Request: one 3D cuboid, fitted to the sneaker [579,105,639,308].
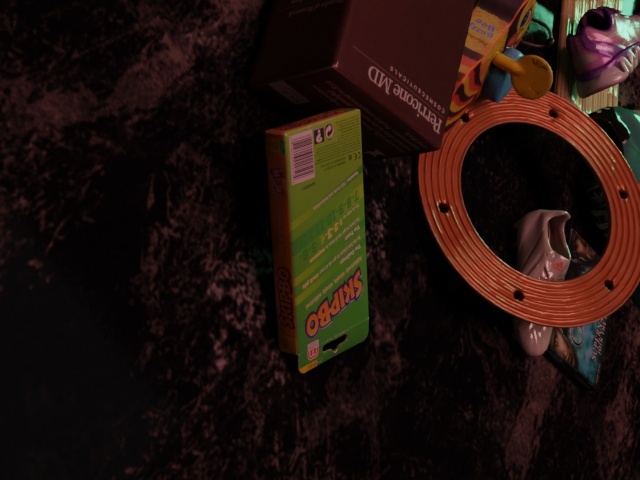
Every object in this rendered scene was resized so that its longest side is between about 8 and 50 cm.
[{"bbox_3d":[0.424,-0.042,1.850,0.121,0.108,0.302,2,72,-30],"label":"sneaker"}]

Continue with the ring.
[{"bbox_3d":[0.266,-0.046,1.658,0.336,0.032,0.336,10,65,-21],"label":"ring"}]

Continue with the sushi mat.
[{"bbox_3d":[0.403,-0.299,1.962,0.151,0.019,0.316,30,58,-40],"label":"sushi mat"}]

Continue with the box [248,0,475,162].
[{"bbox_3d":[0.070,-0.301,1.486,0.191,0.143,0.381,32,65,-40],"label":"box"}]

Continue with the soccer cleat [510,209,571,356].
[{"bbox_3d":[0.283,0.051,1.689,0.068,0.076,0.196,23,63,-41],"label":"soccer cleat"}]

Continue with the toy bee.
[{"bbox_3d":[0.200,-0.262,1.626,0.195,0.162,0.298,15,48,4],"label":"toy bee"}]

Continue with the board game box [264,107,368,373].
[{"bbox_3d":[0.000,0.000,1.378,0.124,0.039,0.259,-23,114,-47],"label":"board game box"}]

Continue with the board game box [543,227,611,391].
[{"bbox_3d":[0.348,0.093,1.785,0.126,0.026,0.186,40,52,-33],"label":"board game box"}]

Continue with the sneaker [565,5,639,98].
[{"bbox_3d":[0.426,-0.298,1.907,0.236,0.095,0.104,-39,100,-44],"label":"sneaker"}]
